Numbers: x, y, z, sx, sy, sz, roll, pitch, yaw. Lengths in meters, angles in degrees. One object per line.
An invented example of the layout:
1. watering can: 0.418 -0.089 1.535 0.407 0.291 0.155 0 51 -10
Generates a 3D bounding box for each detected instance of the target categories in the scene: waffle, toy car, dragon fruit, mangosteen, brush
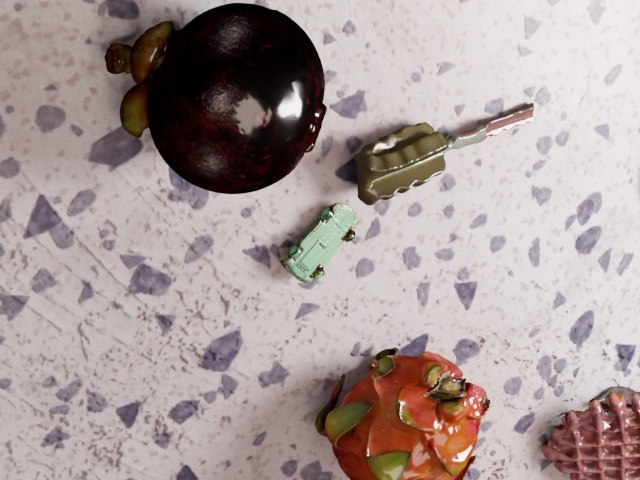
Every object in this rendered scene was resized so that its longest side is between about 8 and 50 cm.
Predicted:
1. waffle: 0.481 0.329 1.836 0.234 0.055 0.221 31 125 -20
2. toy car: 0.000 0.000 1.547 0.122 0.035 0.059 -51 122 -8
3. dragon fruit: 0.122 0.258 1.608 0.224 0.224 0.227 25 104 -30
4. mangosteen: -0.124 -0.173 1.324 0.265 0.228 0.228 21 102 1
5. brush: 0.174 -0.133 1.565 0.301 0.071 0.084 -24 135 -24

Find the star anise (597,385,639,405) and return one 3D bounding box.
1. star anise: 0.566 0.214 1.903 0.148 0.218 0.227 35 49 -3
